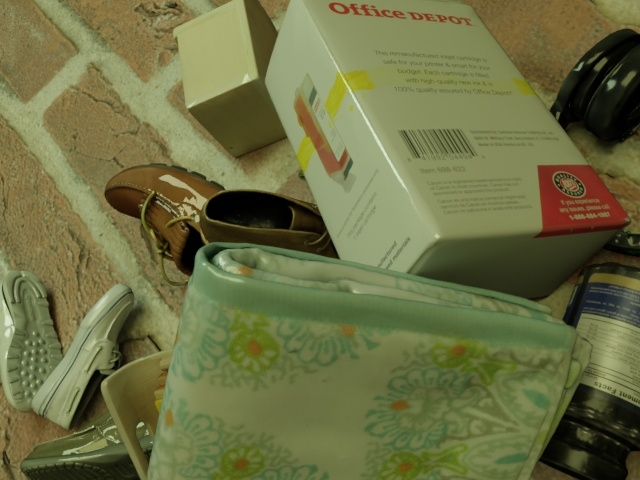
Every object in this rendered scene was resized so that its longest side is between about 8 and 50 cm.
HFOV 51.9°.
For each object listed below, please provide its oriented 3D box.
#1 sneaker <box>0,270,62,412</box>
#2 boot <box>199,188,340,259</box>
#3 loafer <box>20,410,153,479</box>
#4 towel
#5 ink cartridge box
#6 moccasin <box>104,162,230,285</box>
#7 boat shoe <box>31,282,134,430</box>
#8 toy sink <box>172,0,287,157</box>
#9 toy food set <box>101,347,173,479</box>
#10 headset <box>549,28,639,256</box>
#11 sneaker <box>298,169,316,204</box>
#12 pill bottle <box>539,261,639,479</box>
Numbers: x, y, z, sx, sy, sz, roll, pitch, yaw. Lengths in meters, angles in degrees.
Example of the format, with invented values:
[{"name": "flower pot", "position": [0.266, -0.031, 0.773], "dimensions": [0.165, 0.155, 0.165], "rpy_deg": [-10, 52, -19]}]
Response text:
[{"name": "sneaker", "position": [-0.480, 0.167, 1.047], "dimensions": [0.094, 0.090, 0.235], "rpy_deg": [-34, 56, 26]}, {"name": "boot", "position": [0.000, 0.000, 0.811], "dimensions": [0.305, 0.115, 0.113], "rpy_deg": [9, 75, -5]}, {"name": "loafer", "position": [-0.290, 0.287, 0.912], "dimensions": [0.251, 0.094, 0.087], "rpy_deg": [-12, 38, 7]}, {"name": "towel", "position": [0.036, 0.181, 0.632], "dimensions": [0.374, 0.090, 0.321], "rpy_deg": [12, 112, -10]}, {"name": "ink cartridge box", "position": [0.129, -0.117, 0.791], "dimensions": [0.279, 0.160, 0.385], "rpy_deg": [-5, 56, -28]}, {"name": "moccasin", "position": [-0.177, -0.005, 0.968], "dimensions": [0.379, 0.139, 0.147], "rpy_deg": [25, 69, 20]}, {"name": "boat shoe", "position": [-0.334, 0.176, 0.986], "dimensions": [0.075, 0.083, 0.226], "rpy_deg": [32, 87, 8]}, {"name": "toy sink", "position": [-0.141, -0.280, 1.057], "dimensions": [0.131, 0.153, 0.234], "rpy_deg": [-20, 62, 14]}, {"name": "toy food set", "position": [-0.086, 0.225, 0.771], "dimensions": [0.305, 0.092, 0.220], "rpy_deg": [-16, 104, 15]}, {"name": "headset", "position": [0.430, -0.170, 0.806], "dimensions": [0.243, 0.185, 0.395], "rpy_deg": [22, 92, 33]}, {"name": "sneaker", "position": [0.005, -0.116, 0.972], "dimensions": [0.086, 0.064, 0.192], "rpy_deg": [-16, 65, 10]}, {"name": "pill bottle", "position": [0.304, 0.144, 0.699], "dimensions": [0.122, 0.123, 0.219], "rpy_deg": [18, 76, 28]}]
